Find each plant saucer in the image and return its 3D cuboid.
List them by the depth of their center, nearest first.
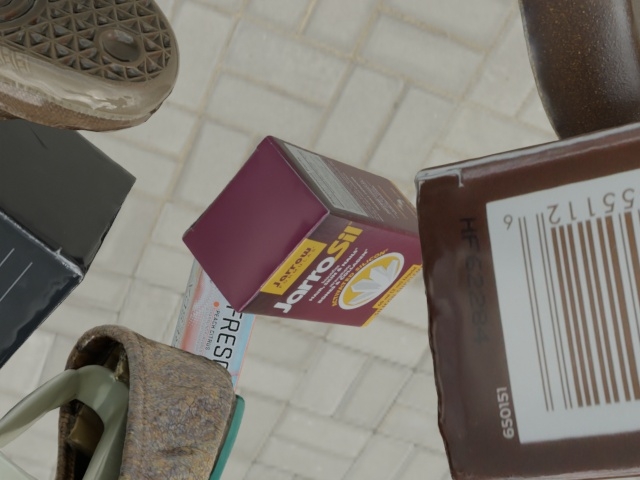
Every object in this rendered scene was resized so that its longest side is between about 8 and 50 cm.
[{"bbox_3d":[0.192,-0.198,0.656,0.050,0.310,0.310,3,131,31],"label":"plant saucer"}]

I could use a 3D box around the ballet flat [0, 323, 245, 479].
[{"bbox_3d":[-0.104,0.129,0.445,0.106,0.316,0.107,37,106,-13],"label":"ballet flat"}]

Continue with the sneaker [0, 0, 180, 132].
[{"bbox_3d":[-0.130,-0.071,0.345,0.188,0.066,0.071,27,135,9],"label":"sneaker"}]

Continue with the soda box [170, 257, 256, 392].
[{"bbox_3d":[-0.095,0.081,0.965,0.058,0.063,0.183,14,100,-16],"label":"soda box"}]

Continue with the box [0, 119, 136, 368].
[{"bbox_3d":[-0.238,0.021,0.495,0.184,0.103,0.261,38,114,-15],"label":"box"}]

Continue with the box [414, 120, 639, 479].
[{"bbox_3d":[0.220,0.037,0.556,0.191,0.143,0.381,-12,166,29],"label":"box"}]

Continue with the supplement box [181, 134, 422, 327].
[{"bbox_3d":[0.000,0.000,0.838,0.104,0.081,0.188,-48,152,17],"label":"supplement box"}]
